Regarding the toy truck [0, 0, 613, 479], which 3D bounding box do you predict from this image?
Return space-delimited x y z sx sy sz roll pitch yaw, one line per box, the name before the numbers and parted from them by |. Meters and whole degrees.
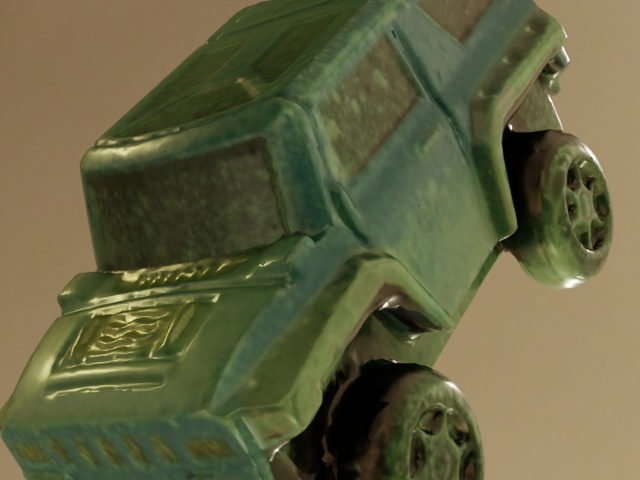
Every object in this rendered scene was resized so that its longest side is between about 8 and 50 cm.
toy truck | 0.000 0.000 0.484 0.155 0.156 0.279 -10 -151 39
